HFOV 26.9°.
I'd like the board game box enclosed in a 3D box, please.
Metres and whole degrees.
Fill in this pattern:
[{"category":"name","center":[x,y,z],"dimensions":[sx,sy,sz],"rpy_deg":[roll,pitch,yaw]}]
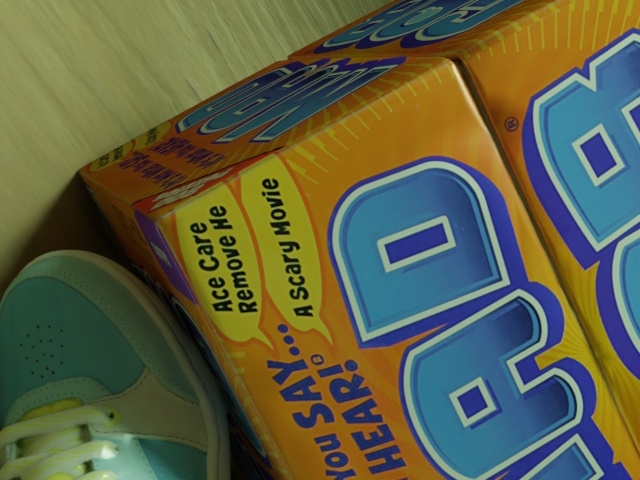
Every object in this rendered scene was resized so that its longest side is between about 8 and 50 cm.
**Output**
[{"category":"board game box","center":[0.097,0.036,0.890],"dimensions":[0.356,0.356,0.356],"rpy_deg":[64,-11,-14]}]

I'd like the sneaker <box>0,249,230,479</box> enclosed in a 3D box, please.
[{"category":"sneaker","center":[-0.127,0.141,0.662],"dimensions":[0.208,0.127,0.319],"rpy_deg":[26,43,-68]}]
